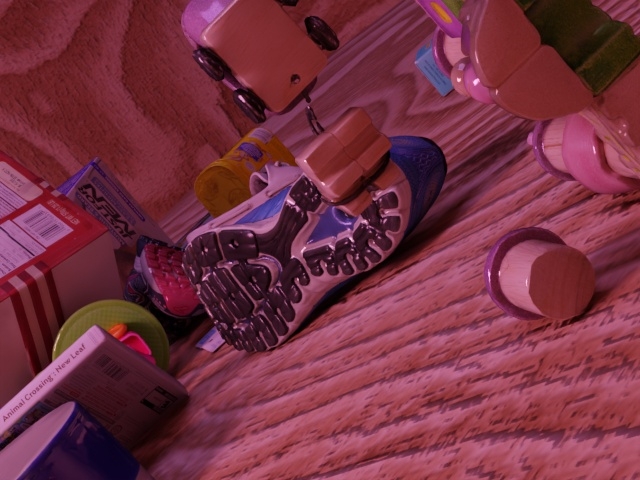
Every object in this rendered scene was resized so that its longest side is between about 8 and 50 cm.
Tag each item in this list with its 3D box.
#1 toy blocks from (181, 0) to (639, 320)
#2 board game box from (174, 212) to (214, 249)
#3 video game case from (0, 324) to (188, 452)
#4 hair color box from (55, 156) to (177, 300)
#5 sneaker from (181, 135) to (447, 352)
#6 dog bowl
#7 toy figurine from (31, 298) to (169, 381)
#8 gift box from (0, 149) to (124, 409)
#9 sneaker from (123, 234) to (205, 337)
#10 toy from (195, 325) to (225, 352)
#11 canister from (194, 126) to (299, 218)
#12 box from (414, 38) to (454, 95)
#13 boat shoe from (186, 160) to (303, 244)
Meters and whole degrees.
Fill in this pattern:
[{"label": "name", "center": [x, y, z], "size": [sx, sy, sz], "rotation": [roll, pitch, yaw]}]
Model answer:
[{"label": "toy blocks", "center": [0.096, -0.125, 0.974], "size": [0.309, 0.288, 0.260], "rotation": [-45, 15, -7]}, {"label": "board game box", "center": [-0.222, 0.051, 2.386], "size": [0.305, 0.053, 0.193], "rotation": [-44, 9, -16]}, {"label": "video game case", "center": [-0.238, 0.178, 1.497], "size": [0.193, 0.023, 0.212], "rotation": [-42, -25, -1]}, {"label": "hair color box", "center": [-0.327, 0.034, 2.178], "size": [0.110, 0.185, 0.339], "rotation": [-35, 14, 22]}, {"label": "sneaker", "center": [0.000, 0.000, 1.451], "size": [0.147, 0.129, 0.330], "rotation": [-30, 0, -45]}, {"label": "dog bowl", "center": [-0.261, 0.257, 1.292], "size": [0.265, 0.104, 0.265], "rotation": [-41, 8, 7]}, {"label": "toy figurine", "center": [-0.231, 0.155, 1.670], "size": [0.173, 0.130, 0.159], "rotation": [-37, 17, -5]}, {"label": "gift box", "center": [-0.352, 0.080, 1.831], "size": [0.276, 0.255, 0.258], "rotation": [-31, -41, -27]}, {"label": "sneaker", "center": [-0.183, 0.069, 1.976], "size": [0.299, 0.121, 0.112], "rotation": [-161, 89, -80]}, {"label": "toy", "center": [-0.063, 0.022, 1.769], "size": [0.237, 0.056, 0.137], "rotation": [-43, 7, -10]}, {"label": "canister", "center": [-0.092, -0.079, 2.205], "size": [0.073, 0.126, 0.170], "rotation": [-38, 7, 29]}, {"label": "box", "center": [0.231, -0.290, 2.005], "size": [0.244, 0.060, 0.100], "rotation": [-40, 8, 15]}, {"label": "boat shoe", "center": [-0.049, -0.051, 1.900], "size": [0.267, 0.088, 0.096], "rotation": [-40, -3, -23]}]
